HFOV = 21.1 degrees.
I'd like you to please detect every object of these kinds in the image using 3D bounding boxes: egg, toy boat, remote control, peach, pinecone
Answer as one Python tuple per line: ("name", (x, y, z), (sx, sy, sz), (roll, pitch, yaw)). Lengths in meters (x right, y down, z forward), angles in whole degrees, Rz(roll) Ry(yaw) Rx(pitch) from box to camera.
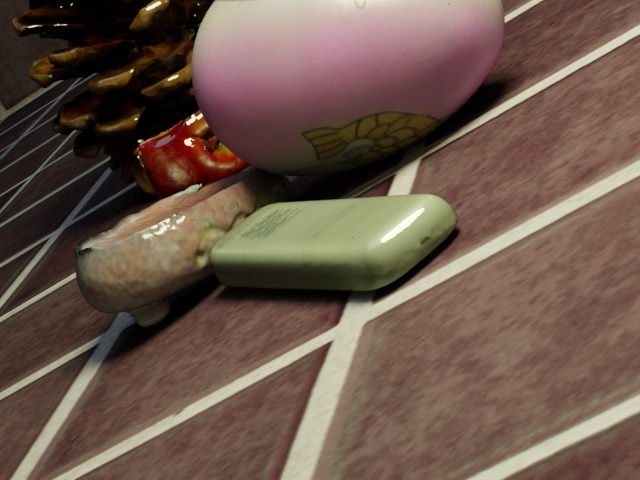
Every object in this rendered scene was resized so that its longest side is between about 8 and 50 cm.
("egg", (0.019, -0.158, 1.425), (0.271, 0.196, 0.196), (-28, 15, 35))
("toy boat", (-0.115, 0.008, 1.470), (0.155, 0.085, 0.227), (-15, 11, 34))
("remote control", (0.001, 0.000, 1.262), (0.090, 0.038, 0.309), (-39, 15, -21))
("peach", (-0.117, -0.081, 1.712), (0.127, 0.092, 0.172), (-33, 1, -12))
("pinecone", (-0.187, -0.270, 1.957), (0.384, 0.384, 0.384), (-32, 14, 9))
